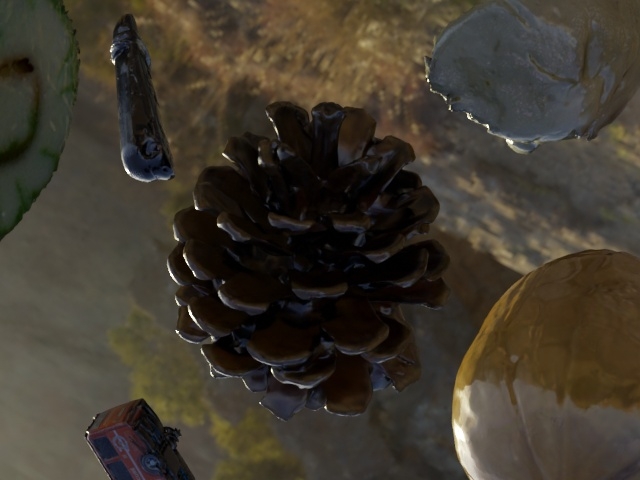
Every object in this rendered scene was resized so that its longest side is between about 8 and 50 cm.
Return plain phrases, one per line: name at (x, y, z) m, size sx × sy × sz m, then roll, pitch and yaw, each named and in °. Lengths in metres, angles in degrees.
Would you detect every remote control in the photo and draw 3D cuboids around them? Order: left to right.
remote control at (-0.255, -0.195, 1.729) m, size 0.066 × 0.266 × 0.090 m, roll -13°, pitch 153°, yaw -6°

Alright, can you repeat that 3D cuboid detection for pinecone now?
pinecone at (0.000, 0.000, 1.509) m, size 0.384 × 0.384 × 0.384 m, roll 27°, pitch 158°, yaw 11°

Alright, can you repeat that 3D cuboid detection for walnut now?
walnut at (0.185, 0.110, 0.852) m, size 0.193 × 0.225 × 0.193 m, roll 10°, pitch 128°, yaw 13°

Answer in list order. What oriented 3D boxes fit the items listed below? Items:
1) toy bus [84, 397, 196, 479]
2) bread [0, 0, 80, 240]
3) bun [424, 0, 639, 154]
toy bus at (-0.199, 0.308, 1.567) m, size 0.096 × 0.073 × 0.235 m, roll -17°, pitch 111°, yaw 23°
bread at (-0.380, -0.164, 1.238) m, size 0.129 × 0.382 × 0.366 m, roll 16°, pitch -164°, yaw 18°
bun at (0.272, -0.211, 1.513) m, size 0.205 × 0.281 × 0.281 m, roll 58°, pitch 155°, yaw -3°
